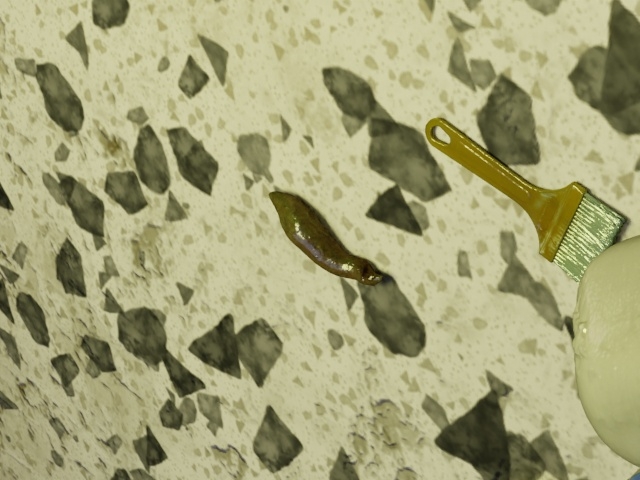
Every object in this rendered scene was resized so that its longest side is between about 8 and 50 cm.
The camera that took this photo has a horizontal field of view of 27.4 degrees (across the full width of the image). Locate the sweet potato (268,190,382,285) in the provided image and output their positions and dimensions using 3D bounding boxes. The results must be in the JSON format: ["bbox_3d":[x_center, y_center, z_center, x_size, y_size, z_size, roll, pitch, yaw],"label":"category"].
[{"bbox_3d":[0.001,0.004,1.317,0.153,0.038,0.041,40,157,19],"label":"sweet potato"}]

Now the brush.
[{"bbox_3d":[0.168,-0.046,1.143,0.205,0.011,0.083,39,135,24],"label":"brush"}]

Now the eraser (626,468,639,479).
[{"bbox_3d":[0.315,0.225,1.134,0.084,0.027,0.063,54,137,9],"label":"eraser"}]

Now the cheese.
[{"bbox_3d":[0.280,0.088,0.990,0.154,0.189,0.198,38,146,-24],"label":"cheese"}]
